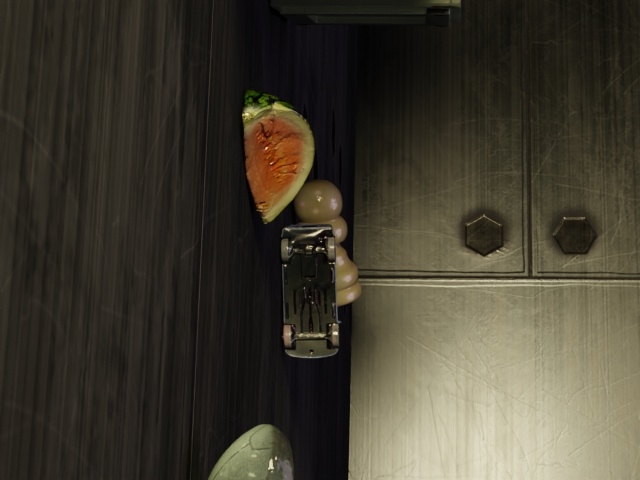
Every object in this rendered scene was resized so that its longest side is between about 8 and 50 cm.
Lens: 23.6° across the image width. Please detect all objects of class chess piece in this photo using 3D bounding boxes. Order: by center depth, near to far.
[{"bbox_3d":[0.000,0.000,2.096,0.094,0.094,0.170,-75,157,-73],"label":"chess piece"}]

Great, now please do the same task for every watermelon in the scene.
[{"bbox_3d":[-0.041,-0.101,1.594,0.163,0.069,0.087,81,9,-52],"label":"watermelon"}]

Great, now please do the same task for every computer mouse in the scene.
[{"bbox_3d":[-0.071,0.253,1.267,0.113,0.068,0.229,-109,-155,-62],"label":"computer mouse"}]

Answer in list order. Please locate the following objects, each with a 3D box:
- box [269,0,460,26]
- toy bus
[{"bbox_3d":[0.060,-0.327,1.879,0.225,0.225,0.117,-34,124,-84],"label":"box"},{"bbox_3d":[-0.011,0.063,1.951,0.076,0.073,0.167,-73,162,-82],"label":"toy bus"}]
